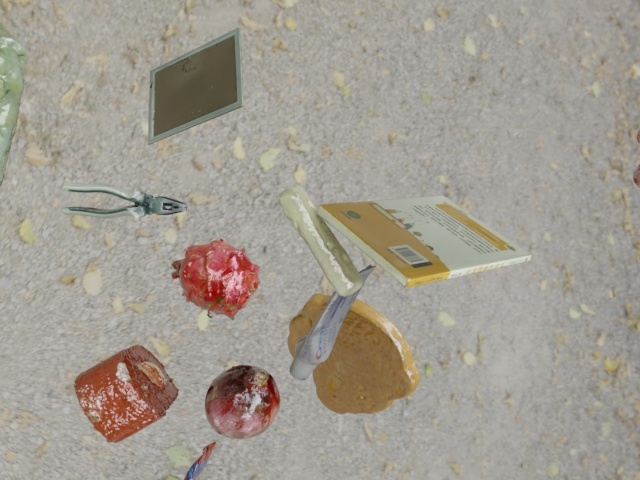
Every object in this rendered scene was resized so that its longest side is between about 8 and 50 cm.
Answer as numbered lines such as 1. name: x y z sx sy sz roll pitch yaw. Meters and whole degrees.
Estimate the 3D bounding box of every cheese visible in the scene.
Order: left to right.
1. cheese: 0.000 0.000 1.022 0.194 0.043 0.065 55 14 1

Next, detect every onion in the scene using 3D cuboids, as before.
1. onion: -0.152 0.323 1.358 0.159 0.195 0.159 17 47 -19

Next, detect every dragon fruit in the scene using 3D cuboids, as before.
1. dragon fruit: -0.295 0.094 1.809 0.205 0.268 0.210 -58 153 -36

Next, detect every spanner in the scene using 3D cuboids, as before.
1. spanner: -0.508 -0.099 1.704 0.325 0.040 0.095 5 104 -1

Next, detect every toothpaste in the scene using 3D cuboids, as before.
1. toothpaste: 0.013 0.161 1.238 0.068 0.282 0.099 26 33 -6

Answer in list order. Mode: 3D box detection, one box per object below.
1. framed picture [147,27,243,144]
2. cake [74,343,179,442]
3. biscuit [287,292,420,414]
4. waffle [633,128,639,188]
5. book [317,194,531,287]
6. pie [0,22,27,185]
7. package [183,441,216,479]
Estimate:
1. framed picture: -0.290 -0.351 1.514 0.016 0.273 0.216 31 49 -55
2. cake: -0.446 0.343 1.526 0.151 0.283 0.177 -29 93 2
3. biscuit: 0.064 0.267 1.534 0.312 0.351 0.057 46 45 7
4. waffle: 0.389 -0.087 0.582 0.221 0.055 0.234 26 78 1
5. book: 0.167 -0.010 1.029 0.295 0.208 0.020 -7 125 -39
6. pie: -0.359 -0.060 0.523 0.306 0.306 0.071 -66 149 -24
7. package: -0.293 0.537 1.449 0.022 0.083 0.200 30 91 8
